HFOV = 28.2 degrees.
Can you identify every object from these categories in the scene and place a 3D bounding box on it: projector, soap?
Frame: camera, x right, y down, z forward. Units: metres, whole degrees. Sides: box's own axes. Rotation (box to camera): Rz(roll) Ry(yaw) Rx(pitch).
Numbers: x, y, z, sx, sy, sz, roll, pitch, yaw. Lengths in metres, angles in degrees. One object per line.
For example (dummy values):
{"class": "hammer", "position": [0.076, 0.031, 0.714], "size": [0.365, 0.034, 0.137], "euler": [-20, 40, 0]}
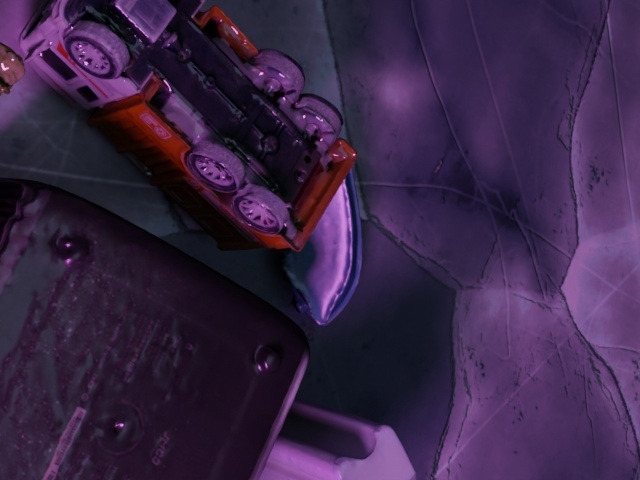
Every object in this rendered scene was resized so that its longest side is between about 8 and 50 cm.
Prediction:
{"class": "projector", "position": [-0.267, 0.181, 1.372], "size": [0.405, 0.242, 0.395], "euler": [33, 75, -32]}
{"class": "soap", "position": [0.001, 0.285, 1.549], "size": [0.095, 0.289, 0.173], "euler": [-37, 113, -27]}

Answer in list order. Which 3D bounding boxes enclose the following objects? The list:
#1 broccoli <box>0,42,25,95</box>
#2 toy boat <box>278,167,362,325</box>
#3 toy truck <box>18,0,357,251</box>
{"class": "broccoli", "position": [-0.419, -0.111, 1.273], "size": [0.245, 0.288, 0.248], "euler": [34, 34, -48]}
{"class": "toy boat", "position": [0.000, 0.000, 1.661], "size": [0.109, 0.098, 0.238], "euler": [0, 106, 0]}
{"class": "toy truck", "position": [-0.160, -0.158, 1.454], "size": [0.387, 0.207, 0.173], "euler": [45, 59, -25]}
